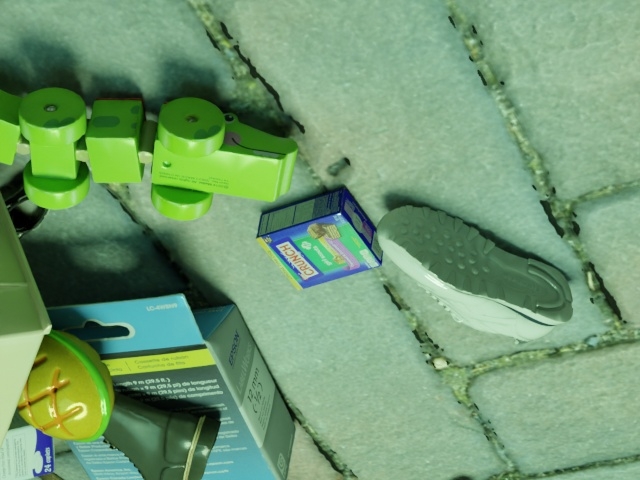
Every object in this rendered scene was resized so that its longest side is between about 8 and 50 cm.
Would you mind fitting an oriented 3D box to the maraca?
[{"bbox_3d":[-0.300,0.146,1.439,0.186,0.099,0.127,36,124,18],"label":"maraca"}]

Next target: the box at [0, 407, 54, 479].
[{"bbox_3d":[-0.399,0.229,1.545,0.137,0.126,0.072,-11,115,-28],"label":"box"}]

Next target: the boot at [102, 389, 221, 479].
[{"bbox_3d":[-0.205,0.261,1.547,0.137,0.077,0.198,20,121,-1],"label":"boot"}]

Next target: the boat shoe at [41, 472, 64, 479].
[{"bbox_3d":[-0.356,0.431,1.893,0.092,0.103,0.285,-22,124,36],"label":"boat shoe"}]

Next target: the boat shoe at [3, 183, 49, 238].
[{"bbox_3d":[-0.329,-0.026,1.451,0.046,0.038,0.125,36,131,-24],"label":"boat shoe"}]

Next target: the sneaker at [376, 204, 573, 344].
[{"bbox_3d":[0.152,0.046,1.399,0.235,0.090,0.095,29,143,-16],"label":"sneaker"}]

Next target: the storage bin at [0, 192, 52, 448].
[{"bbox_3d":[-0.408,0.079,1.400,0.123,0.260,0.262,-6,143,-33],"label":"storage bin"}]

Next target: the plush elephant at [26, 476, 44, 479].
[{"bbox_3d":[-0.493,0.392,1.697,0.330,0.272,0.255,-9,124,37],"label":"plush elephant"}]

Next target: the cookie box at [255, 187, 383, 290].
[{"bbox_3d":[0.000,0.000,1.409,0.107,0.040,0.092,-17,131,28],"label":"cookie box"}]

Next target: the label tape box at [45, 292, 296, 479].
[{"bbox_3d":[-0.202,0.165,1.573,0.249,0.115,0.347,-7,129,18],"label":"label tape box"}]

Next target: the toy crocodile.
[{"bbox_3d":[-0.193,-0.099,1.314,0.341,0.105,0.115,6,136,-1],"label":"toy crocodile"}]
